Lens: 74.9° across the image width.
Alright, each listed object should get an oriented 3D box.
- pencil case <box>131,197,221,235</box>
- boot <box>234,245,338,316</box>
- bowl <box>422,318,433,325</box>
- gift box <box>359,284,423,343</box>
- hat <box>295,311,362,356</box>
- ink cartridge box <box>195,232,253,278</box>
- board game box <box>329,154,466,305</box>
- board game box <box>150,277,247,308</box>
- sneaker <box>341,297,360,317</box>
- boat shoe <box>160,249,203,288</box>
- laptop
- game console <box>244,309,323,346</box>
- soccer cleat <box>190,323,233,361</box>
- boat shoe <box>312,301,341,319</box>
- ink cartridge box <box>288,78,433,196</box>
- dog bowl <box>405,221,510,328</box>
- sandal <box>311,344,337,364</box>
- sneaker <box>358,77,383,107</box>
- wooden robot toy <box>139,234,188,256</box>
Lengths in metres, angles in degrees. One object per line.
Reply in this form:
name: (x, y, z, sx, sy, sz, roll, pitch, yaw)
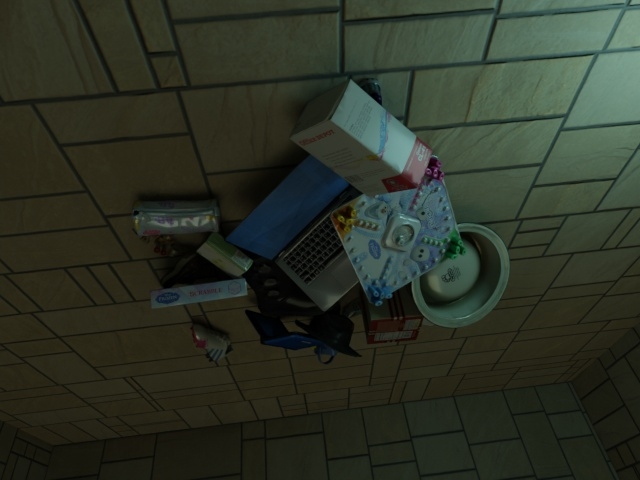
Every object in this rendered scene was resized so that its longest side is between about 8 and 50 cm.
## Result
pencil case: (-0.459, -0.079, 1.349, 0.274, 0.113, 0.124, -2, 154, -9)
boot: (-0.121, 0.132, 1.659, 0.368, 0.146, 0.444, -11, 136, 1)
bowl: (0.560, 0.388, 2.142, 0.142, 0.053, 0.142, 16, 133, -28)
gift box: (0.312, 0.279, 1.802, 0.277, 0.258, 0.255, -2, 141, -7)
hat: (0.057, 0.380, 1.822, 0.331, 0.331, 0.133, 33, 82, -39)
ink cartridge box: (-0.361, 0.070, 1.493, 0.171, 0.056, 0.235, 40, 144, -15)
board game box: (0.272, -0.019, 1.362, 0.390, 0.050, 0.389, -30, 119, -6)
board game box: (-0.452, 0.199, 1.568, 0.318, 0.065, 0.319, -6, 175, -18)
sneaker: (0.175, 0.324, 2.003, 0.076, 0.064, 0.166, 6, 145, -42)
boat shoe: (-0.523, 0.137, 1.580, 0.095, 0.095, 0.257, 49, 133, -3)
laptop: (-0.003, 0.000, 1.335, 0.382, 0.236, 0.408, -43, 92, 11)
game console: (-0.151, 0.384, 1.855, 0.250, 0.173, 0.293, -18, 155, 22)
soccer cleat: (-0.523, 0.481, 2.038, 0.143, 0.116, 0.331, -22, 144, -9)
boat shoe: (0.021, 0.363, 1.996, 0.118, 0.103, 0.320, 15, 132, -2)
ink cartridge box: (0.106, -0.254, 1.110, 0.306, 0.131, 0.226, 33, 165, -26)
dog bowl: (0.500, 0.117, 1.595, 0.409, 0.150, 0.407, -3, 104, -14)
sandal: (0.059, 0.533, 2.156, 0.126, 0.138, 0.317, 2, 140, -26)
sneaker: (0.136, -0.328, 1.162, 0.083, 0.098, 0.223, -10, 140, 2)
wooden robot toy: (-0.539, 0.004, 1.476, 0.173, 0.076, 0.079, 29, 117, -37)
